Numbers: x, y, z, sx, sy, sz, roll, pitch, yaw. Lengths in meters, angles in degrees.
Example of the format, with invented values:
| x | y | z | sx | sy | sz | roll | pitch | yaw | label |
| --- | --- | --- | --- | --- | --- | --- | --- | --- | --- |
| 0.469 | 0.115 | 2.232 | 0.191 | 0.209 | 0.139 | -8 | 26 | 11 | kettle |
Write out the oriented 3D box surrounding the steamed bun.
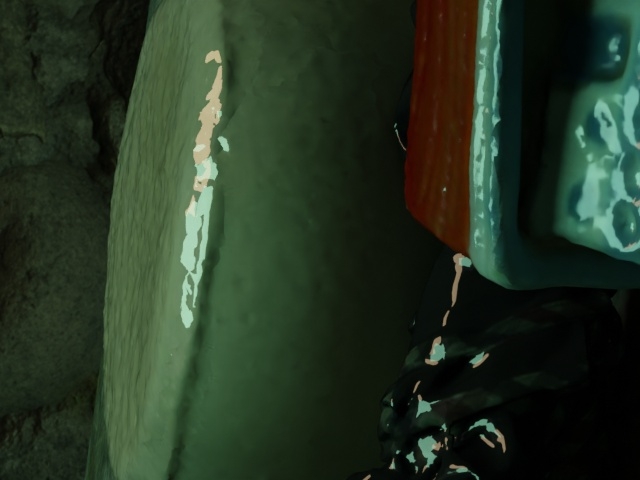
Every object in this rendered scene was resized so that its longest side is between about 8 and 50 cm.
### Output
| x | y | z | sx | sy | sz | roll | pitch | yaw | label |
| --- | --- | --- | --- | --- | --- | --- | --- | --- | --- |
| 0.000 | 0.000 | 0.877 | 0.283 | 0.177 | 0.283 | -174 | 90 | -77 | steamed bun |

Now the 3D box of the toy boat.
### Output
| x | y | z | sx | sy | sz | roll | pitch | yaw | label |
| --- | --- | --- | --- | --- | --- | --- | --- | --- | --- |
| 0.121 | -0.145 | 0.524 | 0.133 | 0.145 | 0.332 | 19 | 104 | 55 | toy boat |

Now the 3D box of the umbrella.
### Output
| x | y | z | sx | sy | sz | roll | pitch | yaw | label |
| --- | --- | --- | --- | --- | --- | --- | --- | --- | --- |
| 0.075 | -0.014 | 0.700 | 0.122 | 0.110 | 0.272 | 158 | 119 | -80 | umbrella |
